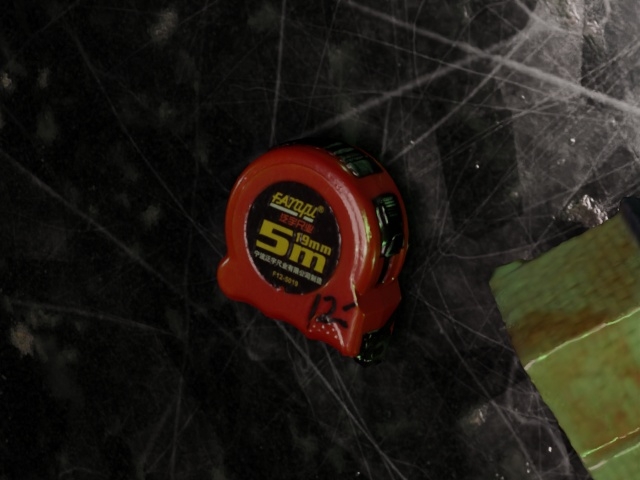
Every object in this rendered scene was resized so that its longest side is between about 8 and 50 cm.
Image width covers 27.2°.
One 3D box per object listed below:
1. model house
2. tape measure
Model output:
[{"bbox_3d":[0.381,0.124,1.400,0.280,0.245,0.312,-30,113,9],"label":"model house"},{"bbox_3d":[0.000,0.000,1.672,0.253,0.114,0.260,23,111,27],"label":"tape measure"}]
